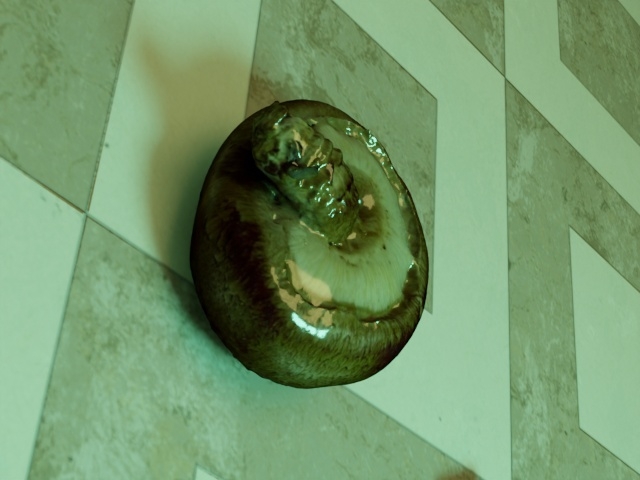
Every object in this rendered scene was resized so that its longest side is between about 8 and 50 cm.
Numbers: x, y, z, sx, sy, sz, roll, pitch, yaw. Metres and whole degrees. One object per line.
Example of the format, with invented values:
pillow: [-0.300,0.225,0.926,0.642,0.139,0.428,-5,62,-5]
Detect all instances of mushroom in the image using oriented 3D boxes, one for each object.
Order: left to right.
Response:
mushroom: [-0.014,-0.001,1.209,0.278,0.163,0.297,56,34,-31]
